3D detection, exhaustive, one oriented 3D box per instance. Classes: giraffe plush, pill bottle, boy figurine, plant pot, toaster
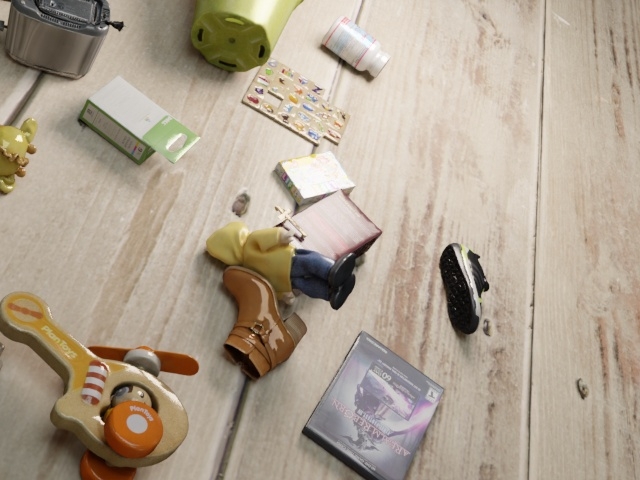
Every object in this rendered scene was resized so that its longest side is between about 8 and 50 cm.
[{"bbox_3d":[-0.581,-0.178,1.739,0.170,0.181,0.210,20,29,-48],"label":"giraffe plush"},{"bbox_3d":[0.091,-0.473,2.483,0.160,0.087,0.087,36,42,-1],"label":"pill bottle"},{"bbox_3d":[-0.078,0.044,1.864,0.285,0.177,0.092,17,44,26],"label":"boy figurine"},{"bbox_3d":[-0.172,-0.526,2.255,0.276,0.276,0.254,23,55,-15],"label":"plant pot"},{"bbox_3d":[-0.512,-0.415,1.989,0.227,0.146,0.129,13,48,-23],"label":"toaster"}]

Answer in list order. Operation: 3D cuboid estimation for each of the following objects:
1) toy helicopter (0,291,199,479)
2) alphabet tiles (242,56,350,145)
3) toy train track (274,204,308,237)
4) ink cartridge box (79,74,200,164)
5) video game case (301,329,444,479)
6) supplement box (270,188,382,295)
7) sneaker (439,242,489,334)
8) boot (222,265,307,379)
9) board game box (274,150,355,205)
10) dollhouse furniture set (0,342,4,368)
[{"bbox_3d":[-0.347,0.198,1.562,0.355,0.140,0.235,41,39,7],"label":"toy helicopter"},{"bbox_3d":[-0.046,-0.311,2.308,0.237,0.009,0.198,30,42,-8],"label":"alphabet tiles"},{"bbox_3d":[-0.058,-0.034,1.942,0.083,0.014,0.048,45,36,4],"label":"toy train track"},{"bbox_3d":[-0.353,-0.220,1.982,0.209,0.062,0.109,37,42,0],"label":"ink cartridge box"},{"bbox_3d":[0.102,0.307,1.841,0.196,0.026,0.274,36,41,0],"label":"video game case"},{"bbox_3d":[0.000,0.000,2.011,0.130,0.073,0.239,48,44,12],"label":"supplement box"},{"bbox_3d":[0.322,0.097,2.130,0.097,0.084,0.234,16,46,-23],"label":"sneaker"},{"bbox_3d":[-0.131,0.144,1.801,0.197,0.073,0.152,40,46,8],"label":"boot"},{"bbox_3d":[-0.011,-0.134,2.159,0.154,0.026,0.103,-16,64,-42],"label":"board game box"},{"bbox_3d":[-0.547,0.037,1.446,0.286,0.303,0.198,28,44,-10],"label":"dollhouse furniture set"}]
